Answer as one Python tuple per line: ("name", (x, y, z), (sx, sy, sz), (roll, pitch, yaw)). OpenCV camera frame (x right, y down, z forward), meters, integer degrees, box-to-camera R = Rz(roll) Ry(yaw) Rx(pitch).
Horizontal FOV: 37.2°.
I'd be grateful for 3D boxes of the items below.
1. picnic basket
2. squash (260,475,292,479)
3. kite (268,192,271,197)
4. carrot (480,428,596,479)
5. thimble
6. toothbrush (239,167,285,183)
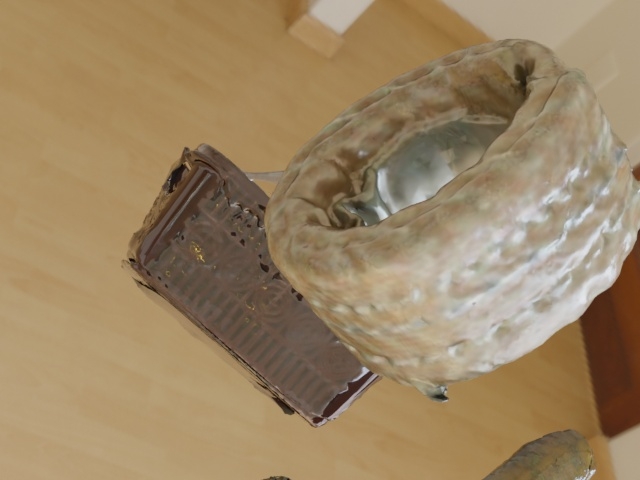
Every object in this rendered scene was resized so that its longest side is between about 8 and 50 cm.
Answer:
("picnic basket", (-0.056, 0.056, 0.898), (0.297, 0.222, 0.129), (42, 78, -10))
("squash", (-0.160, 0.440, 1.106), (0.384, 0.263, 0.263), (-9, 65, -44))
("kite", (-0.001, 0.000, 1.609), (0.222, 0.008, 0.125), (14, 68, -35))
("carrot", (0.231, 0.274, 1.058), (0.173, 0.082, 0.082), (-22, 74, -29))
("thimble", (0.088, -0.018, 0.644), (0.148, 0.229, 0.196), (51, 5, -33))
("toothbrush", (-0.009, -0.068, 1.063), (0.029, 0.354, 0.024), (7, 90, -42))
